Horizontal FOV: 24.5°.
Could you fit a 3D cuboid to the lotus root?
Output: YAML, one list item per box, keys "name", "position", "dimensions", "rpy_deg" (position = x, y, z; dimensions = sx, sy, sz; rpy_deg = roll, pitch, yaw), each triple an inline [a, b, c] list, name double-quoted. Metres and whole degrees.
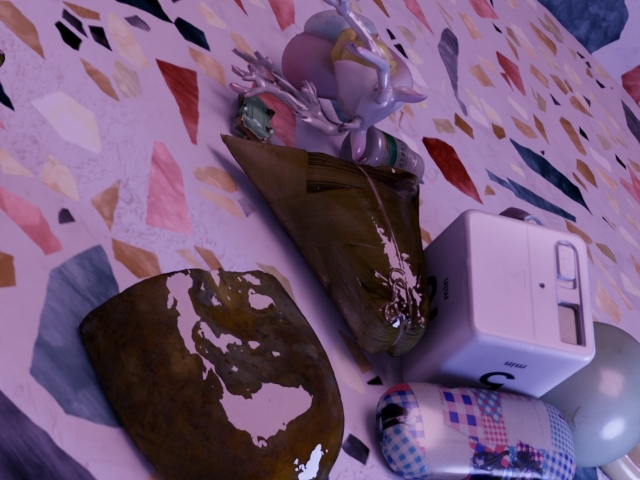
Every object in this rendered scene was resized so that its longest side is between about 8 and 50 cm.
- name: "lotus root"
  position: [-0.078, 0.169, 1.519]
  dimensions: [0.267, 0.149, 0.260]
  rpy_deg: [10, 46, -51]

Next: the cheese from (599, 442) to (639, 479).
- name: "cheese"
  position: [0.518, 0.391, 2.333]
  dimensions: [0.235, 0.050, 0.127]
  rpy_deg: [50, 24, 1]

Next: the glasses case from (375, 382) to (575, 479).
- name: "glasses case"
  position: [0.206, 0.255, 1.899]
  dimensions: [0.327, 0.076, 0.125]
  rpy_deg: [11, 61, -37]

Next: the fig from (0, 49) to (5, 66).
- name: "fig"
  position: [-0.398, -0.194, 1.542]
  dimensions: [0.151, 0.151, 0.259]
  rpy_deg: [60, -1, 18]

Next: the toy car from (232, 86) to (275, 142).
- name: "toy car"
  position: [-0.096, -0.178, 2.088]
  dimensions: [0.059, 0.035, 0.122]
  rpy_deg: [40, 18, -19]

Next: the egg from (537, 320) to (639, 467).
- name: "egg"
  position: [0.392, 0.224, 2.164]
  dimensions: [0.203, 0.203, 0.283]
  rpy_deg: [52, 28, 2]

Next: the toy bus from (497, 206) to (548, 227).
- name: "toy bus"
  position: [0.268, 0.064, 2.193]
  dimensions: [0.142, 0.202, 0.142]
  rpy_deg: [47, -7, -14]

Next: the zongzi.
- name: "zongzi"
  position: [0.000, 0.000, 1.928]
  dimensions: [0.300, 0.145, 0.274]
  rpy_deg: [20, 42, -22]

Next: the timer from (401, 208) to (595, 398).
- name: "timer"
  position: [0.232, 0.097, 1.973]
  dimensions: [0.194, 0.195, 0.192]
  rpy_deg: [13, 58, -21]

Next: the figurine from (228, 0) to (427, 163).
- name: "figurine"
  position: [0.013, -0.248, 2.145]
  dimensions: [0.284, 0.206, 0.315]
  rpy_deg: [38, 8, -21]

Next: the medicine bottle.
- name: "medicine bottle"
  position: [0.099, -0.125, 2.290]
  dimensions: [0.130, 0.080, 0.080]
  rpy_deg: [21, 39, -46]
